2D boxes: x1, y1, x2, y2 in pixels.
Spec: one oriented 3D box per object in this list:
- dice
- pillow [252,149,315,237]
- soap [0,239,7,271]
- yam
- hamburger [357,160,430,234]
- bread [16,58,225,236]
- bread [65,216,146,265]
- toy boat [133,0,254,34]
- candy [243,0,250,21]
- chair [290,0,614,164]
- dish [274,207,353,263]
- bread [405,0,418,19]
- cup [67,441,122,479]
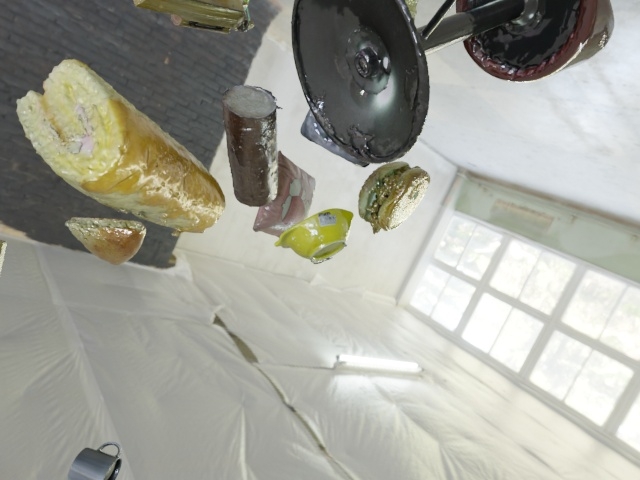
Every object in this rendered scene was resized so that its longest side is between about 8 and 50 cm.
[{"bbox_3d":[0.068,-0.279,1.043,0.181,0.183,0.182,29,-167,-5],"label":"dice"},{"bbox_3d":[-0.091,-0.108,1.311,0.084,0.236,0.223,9,174,32],"label":"pillow"},{"bbox_3d":[-0.724,0.121,0.967,0.037,0.252,0.092,13,-179,-1],"label":"soap"},{"bbox_3d":[-0.155,-0.205,1.062,0.131,0.280,0.131,2,-134,-2],"label":"yam"},{"bbox_3d":[0.198,-0.126,1.247,0.122,0.189,0.215,36,-135,26],"label":"hamburger"},{"bbox_3d":[-0.340,-0.138,0.870,0.236,0.165,0.375,47,-179,15],"label":"bread"},{"bbox_3d":[-0.438,0.010,0.967,0.154,0.136,0.054,8,-128,-2],"label":"bread"},{"bbox_3d":[-0.224,-0.418,0.830,0.226,0.068,0.088,-12,175,-40],"label":"toy boat"},{"bbox_3d":[-0.202,-0.634,1.258,0.035,0.035,0.123,9,-122,-45],"label":"candy"},{"bbox_3d":[0.186,-0.273,0.593,0.401,0.227,0.226,-28,-143,-26],"label":"chair"},{"bbox_3d":[0.000,0.000,1.094,0.149,0.207,0.080,90,155,-66],"label":"dish"},{"bbox_3d":[0.191,-0.597,1.160,0.125,0.156,0.086,37,-141,23],"label":"bread"},{"bbox_3d":[-0.468,0.472,0.973,0.077,0.078,0.100,20,-133,6],"label":"cup"}]
